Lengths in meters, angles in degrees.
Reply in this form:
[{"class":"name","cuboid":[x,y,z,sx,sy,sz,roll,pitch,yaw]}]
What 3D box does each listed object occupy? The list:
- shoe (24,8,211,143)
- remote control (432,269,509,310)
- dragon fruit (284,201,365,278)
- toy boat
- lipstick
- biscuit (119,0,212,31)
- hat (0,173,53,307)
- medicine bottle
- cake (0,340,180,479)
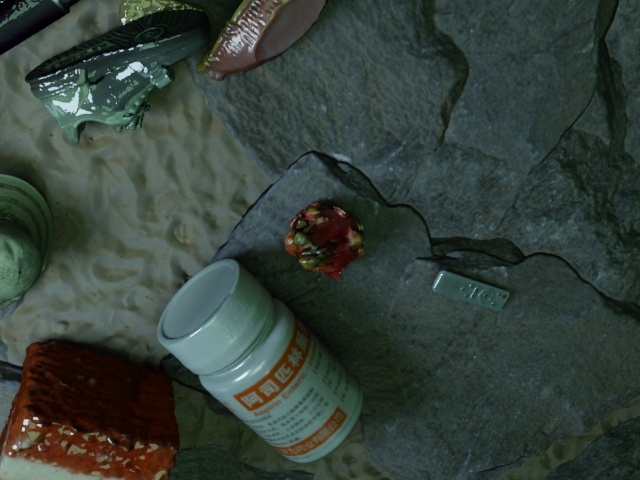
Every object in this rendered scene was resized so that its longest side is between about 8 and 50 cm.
[{"class":"shoe","cuboid":[-0.289,-0.244,1.133,0.292,0.109,0.149,-18,126,3]},{"class":"remote control","cuboid":[0.306,0.100,1.496,0.184,0.027,0.050,18,109,-26]},{"class":"dragon fruit","cuboid":[0.000,0.000,1.309,0.149,0.207,0.133,17,97,23]},{"class":"toy boat","cuboid":[-0.067,-0.365,1.155,0.318,0.099,0.141,-47,144,9]},{"class":"lipstick","cuboid":[-0.383,-0.373,1.067,0.299,0.081,0.081,-33,117,3]},{"class":"biscuit","cuboid":[-0.242,-0.345,1.153,0.147,0.018,0.071,8,110,-17]},{"class":"hat","cuboid":[-0.495,0.030,1.128,0.252,0.109,0.252,-33,135,-41]},{"class":"medicine bottle","cuboid":[-0.102,0.222,1.333,0.211,0.211,0.371,-39,118,4]},{"class":"cake","cuboid":[-0.427,0.378,1.279,0.269,0.270,0.320,20,107,-22]}]
